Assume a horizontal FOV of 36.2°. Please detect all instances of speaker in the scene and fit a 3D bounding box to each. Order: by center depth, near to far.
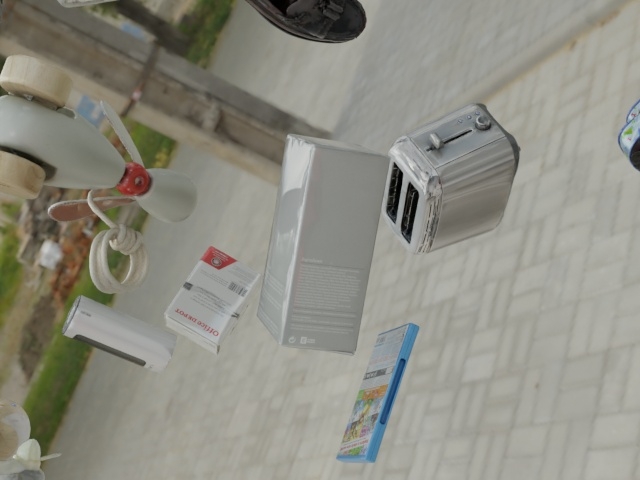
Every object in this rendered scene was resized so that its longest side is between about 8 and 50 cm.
[{"bbox_3d":[-0.252,0.119,1.242,0.055,0.136,0.055,-52,22,32],"label":"speaker"}]

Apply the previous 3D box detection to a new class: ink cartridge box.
[{"bbox_3d":[-0.165,0.093,1.512,0.135,0.099,0.056,-58,-6,-24],"label":"ink cartridge box"}]

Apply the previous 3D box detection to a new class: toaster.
[{"bbox_3d":[0.173,-0.075,1.357,0.129,0.146,0.227,57,158,31],"label":"toaster"}]

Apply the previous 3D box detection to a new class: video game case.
[{"bbox_3d":[0.067,0.184,1.170,0.119,0.015,0.166,143,149,-70],"label":"video game case"}]

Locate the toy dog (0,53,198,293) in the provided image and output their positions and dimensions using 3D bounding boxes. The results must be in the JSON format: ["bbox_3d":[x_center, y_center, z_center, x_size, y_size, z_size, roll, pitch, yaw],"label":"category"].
[{"bbox_3d":[-0.324,-0.102,1.262,0.161,0.333,0.220,13,60,40],"label":"toy dog"}]

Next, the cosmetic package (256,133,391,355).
[{"bbox_3d":[0.000,0.000,1.153,0.127,0.107,0.238,-138,59,-69],"label":"cosmetic package"}]

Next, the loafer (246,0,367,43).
[{"bbox_3d":[-0.054,-0.375,1.463,0.109,0.302,0.095,-63,26,7],"label":"loafer"}]

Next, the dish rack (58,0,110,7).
[{"bbox_3d":[-0.149,-0.346,0.993,0.285,0.072,0.333,-47,5,18],"label":"dish rack"}]

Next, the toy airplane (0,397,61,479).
[{"bbox_3d":[-0.492,0.294,1.244,0.386,0.272,0.384,57,132,19],"label":"toy airplane"}]

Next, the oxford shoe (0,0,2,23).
[{"bbox_3d":[-0.462,-0.323,1.265,0.227,0.096,0.082,-151,59,-79],"label":"oxford shoe"}]

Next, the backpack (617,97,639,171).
[{"bbox_3d":[0.457,-0.144,1.305,0.114,0.105,0.084,-46,30,19],"label":"backpack"}]
